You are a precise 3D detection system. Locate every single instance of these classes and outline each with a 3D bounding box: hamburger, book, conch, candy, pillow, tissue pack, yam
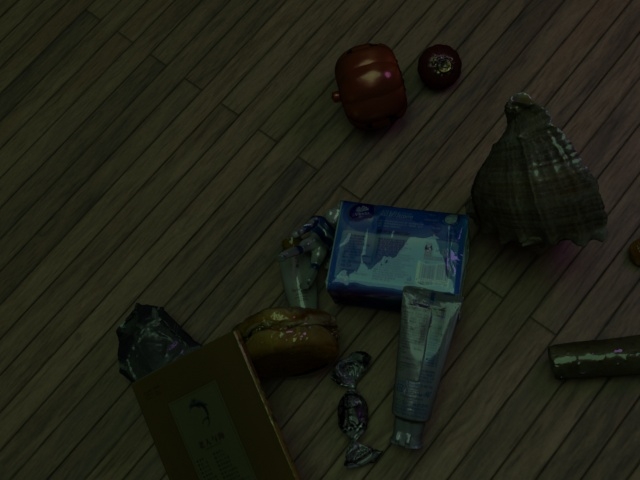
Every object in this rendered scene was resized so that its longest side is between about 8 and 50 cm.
[{"bbox_3d":[-0.064,0.197,1.544,0.213,0.214,0.108,-10,63,6],"label":"hamburger"},{"bbox_3d":[-0.186,0.393,1.482,0.269,0.032,0.389,-27,79,22],"label":"book"},{"bbox_3d":[0.394,-0.088,1.505,0.210,0.352,0.297,-42,36,-5],"label":"conch"},{"bbox_3d":[0.070,0.328,1.549,0.094,0.051,0.226,-4,67,5],"label":"candy"},{"bbox_3d":[-0.291,0.259,1.616,0.335,0.092,0.161,32,78,20],"label":"pillow"},{"bbox_3d":[0.161,0.043,1.597,0.263,0.146,0.198,6,70,13],"label":"tissue pack"},{"bbox_3d":[0.619,0.211,1.486,0.371,0.083,0.083,-5,67,10],"label":"yam"}]

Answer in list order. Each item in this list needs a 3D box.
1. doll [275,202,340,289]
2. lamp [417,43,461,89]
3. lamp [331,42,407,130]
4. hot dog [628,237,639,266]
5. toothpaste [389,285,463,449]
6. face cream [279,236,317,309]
[{"bbox_3d":[0.000,0.000,1.672,0.114,0.057,0.227,46,55,-9],"label":"doll"},{"bbox_3d":[0.268,-0.392,1.789,0.101,0.090,0.101,-1,97,-8],"label":"lamp"},{"bbox_3d":[0.103,-0.335,1.744,0.163,0.187,0.188,-15,66,8],"label":"lamp"},{"bbox_3d":[0.718,-0.010,1.576,0.215,0.047,0.066,-18,63,2],"label":"hot dog"},{"bbox_3d":[0.187,0.238,1.494,0.114,0.073,0.299,11,94,10],"label":"toothpaste"},{"bbox_3d":[-0.045,0.080,1.669,0.072,0.051,0.182,-8,65,-5],"label":"face cream"}]
